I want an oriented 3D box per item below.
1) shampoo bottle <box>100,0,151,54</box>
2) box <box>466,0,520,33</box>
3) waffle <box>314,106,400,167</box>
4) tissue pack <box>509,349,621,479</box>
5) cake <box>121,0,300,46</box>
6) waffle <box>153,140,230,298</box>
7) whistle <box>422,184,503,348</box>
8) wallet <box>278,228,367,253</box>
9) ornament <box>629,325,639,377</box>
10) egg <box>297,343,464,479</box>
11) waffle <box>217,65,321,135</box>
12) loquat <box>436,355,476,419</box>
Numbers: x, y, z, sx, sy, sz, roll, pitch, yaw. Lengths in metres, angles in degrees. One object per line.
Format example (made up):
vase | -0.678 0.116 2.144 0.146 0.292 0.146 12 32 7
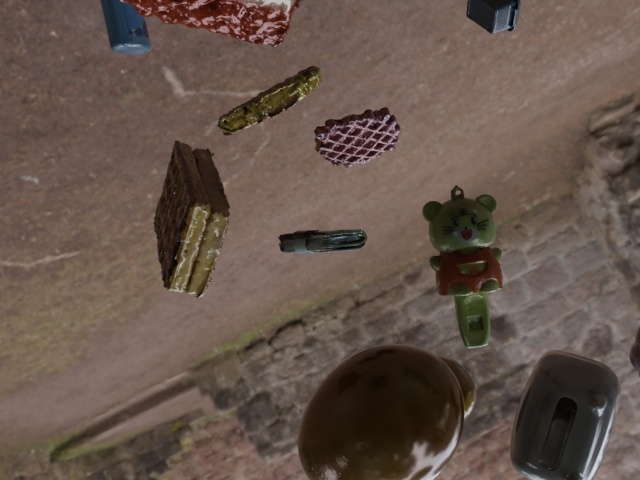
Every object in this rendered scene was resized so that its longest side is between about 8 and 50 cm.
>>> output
shampoo bottle | -0.403 -0.504 1.488 0.061 0.258 0.104 -11 -176 23
box | 0.319 -0.433 1.401 0.054 0.099 0.074 -28 143 -18
waffle | 0.094 -0.252 1.887 0.221 0.055 0.234 -14 159 4
tissue pack | 0.608 0.455 1.876 0.236 0.229 0.333 -14 119 -71
cake | -0.136 -0.491 1.052 0.270 0.269 0.319 11 146 -5
waffle | -0.267 -0.047 1.526 0.091 0.308 0.212 11 115 -22
whistle | 0.257 0.045 1.318 0.131 0.288 0.106 -7 179 -2
wallet | 0.000 0.000 2.368 0.176 0.075 0.250 -6 -178 -38
ornament | 0.734 0.232 1.543 0.177 0.177 0.177 -25 167 -6
egg | 0.115 0.359 1.461 0.351 0.282 0.282 -36 166 11
waffle | -0.124 -0.339 1.842 0.283 0.065 0.309 -34 -167 -16
loquat | 0.336 0.428 2.115 0.213 0.213 0.213 -25 167 -6
